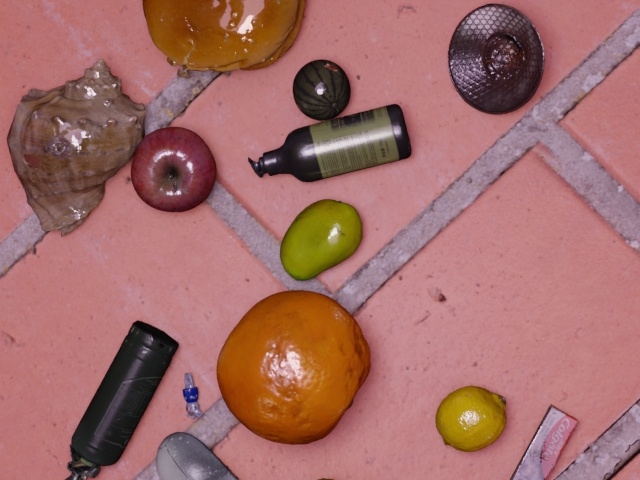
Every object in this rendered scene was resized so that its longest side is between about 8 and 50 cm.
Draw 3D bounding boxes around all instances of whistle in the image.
[{"bbox_3d":[-0.231,0.279,1.709,0.033,0.029,0.083,-11,87,23],"label":"whistle"}]

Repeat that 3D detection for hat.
[{"bbox_3d":[0.326,-0.323,1.686,0.193,0.082,0.193,13,111,37],"label":"hat"}]

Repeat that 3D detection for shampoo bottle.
[{"bbox_3d":[0.015,-0.163,1.688,0.284,0.101,0.101,-14,84,5],"label":"shampoo bottle"}]

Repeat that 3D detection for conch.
[{"bbox_3d":[-0.465,-0.178,1.711,0.263,0.186,0.324,23,86,25],"label":"conch"}]

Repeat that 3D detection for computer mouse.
[{"bbox_3d":[-0.205,0.437,1.673,0.113,0.068,0.229,-45,82,2],"label":"computer mouse"}]

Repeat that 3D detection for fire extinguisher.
[{"bbox_3d":[-0.365,0.299,1.682,0.095,0.114,0.311,27,90,16],"label":"fire extinguisher"}]

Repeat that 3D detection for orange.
[{"bbox_3d":[-0.045,0.209,1.581,0.261,0.261,0.261,-1,85,6],"label":"orange"}]

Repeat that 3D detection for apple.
[{"bbox_3d":[-0.261,-0.128,1.696,0.154,0.120,0.153,-1,104,-6],"label":"apple"}]

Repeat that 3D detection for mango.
[{"bbox_3d":[-0.003,-0.006,1.681,0.163,0.089,0.117,-30,82,3],"label":"mango"}]

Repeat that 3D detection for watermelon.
[{"bbox_3d":[0.007,-0.261,1.688,0.105,0.105,0.133,-32,46,2],"label":"watermelon"}]

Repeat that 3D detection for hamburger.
[{"bbox_3d":[-0.173,-0.444,1.701,0.290,0.170,0.314,9,87,13],"label":"hamburger"}]

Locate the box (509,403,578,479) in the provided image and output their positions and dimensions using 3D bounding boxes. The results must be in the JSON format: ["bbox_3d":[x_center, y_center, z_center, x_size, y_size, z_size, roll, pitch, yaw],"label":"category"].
[{"bbox_3d":[0.368,0.390,1.631,0.055,0.039,0.218,29,89,9],"label":"box"}]

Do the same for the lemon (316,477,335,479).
[{"bbox_3d":[0.033,0.549,1.550,0.245,0.245,0.319,-10,75,5],"label":"lemon"}]

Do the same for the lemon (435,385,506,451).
[{"bbox_3d":[0.258,0.302,1.617,0.133,0.109,0.109,-38,82,10],"label":"lemon"}]
